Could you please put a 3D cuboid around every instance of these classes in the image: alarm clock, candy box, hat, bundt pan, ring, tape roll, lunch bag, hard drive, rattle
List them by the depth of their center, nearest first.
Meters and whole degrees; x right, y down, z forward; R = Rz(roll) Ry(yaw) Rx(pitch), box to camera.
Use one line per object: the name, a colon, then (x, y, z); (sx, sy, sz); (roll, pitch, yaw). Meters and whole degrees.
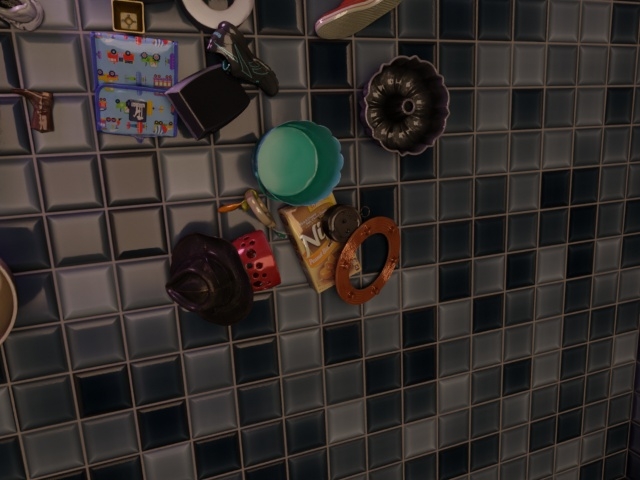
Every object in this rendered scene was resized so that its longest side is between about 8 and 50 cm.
lunch bag: (-0.528, -0.429, 1.379); (0.221, 0.138, 0.293); (-3, 113, -22)
hard drive: (-0.317, -0.418, 1.414); (0.172, 0.054, 0.254); (59, 44, -19)
tape roll: (-0.308, -0.729, 1.415); (0.219, 0.072, 0.219); (-4, 101, -20)
hat: (-0.364, 0.135, 1.426); (0.134, 0.331, 0.331); (-30, 114, -53)
rattle: (-0.213, -0.056, 1.565); (0.143, 0.130, 0.199); (-38, 121, -10)
alarm clock: (0.091, -0.065, 1.612); (0.192, 0.064, 0.129); (-29, 109, -24)
bundt pan: (0.274, -0.458, 1.658); (0.331, 0.124, 0.330); (-4, 103, -20)
candy box: (0.000, 0.000, 1.661); (0.183, 0.087, 0.316); (-27, 109, -17)
ring: (0.180, 0.078, 1.696); (0.337, 0.032, 0.336); (-25, 127, -38)

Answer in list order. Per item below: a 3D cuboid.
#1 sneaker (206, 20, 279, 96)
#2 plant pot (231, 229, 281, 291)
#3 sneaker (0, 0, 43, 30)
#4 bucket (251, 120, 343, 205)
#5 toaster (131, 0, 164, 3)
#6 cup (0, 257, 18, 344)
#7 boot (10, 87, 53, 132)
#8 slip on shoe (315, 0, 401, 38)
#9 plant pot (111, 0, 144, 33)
sneaker: (-0.233, -0.522, 1.446); (0.267, 0.101, 0.106); (43, 78, -39)
plant pot: (-0.235, 0.080, 1.536); (0.174, 0.191, 0.191); (-21, 107, -13)
sneaker: (-0.865, -0.633, 1.202); (0.292, 0.118, 0.110); (15, 97, -21)
bucket: (-0.086, -0.246, 1.532); (0.281, 0.183, 0.281); (-4, 102, -19)
toaster: (-0.504, -0.749, 1.318); (0.186, 0.110, 0.168); (-16, 105, -17)
cup: (-0.955, 0.136, 1.250); (0.331, 0.237, 0.331); (-4, 102, -21)
boot: (-0.796, -0.357, 1.326); (0.106, 0.037, 0.114); (5, 103, -19)
slip on shoe: (0.119, -0.761, 1.560); (0.331, 0.123, 0.101); (-33, 78, -7)
plant pot: (-0.537, -0.620, 1.343); (0.081, 0.083, 0.081); (-3, 106, -20)
